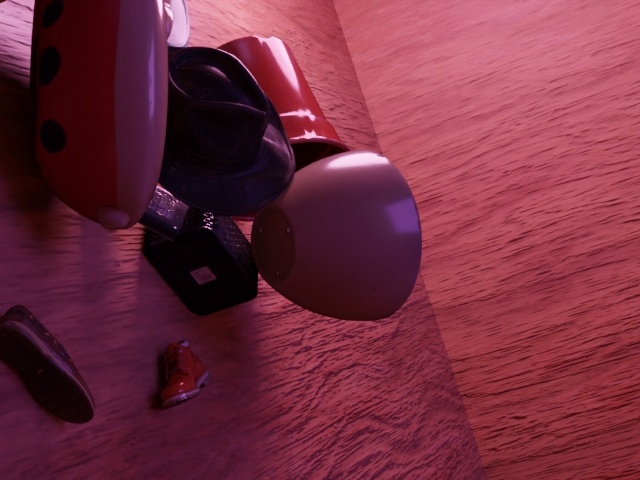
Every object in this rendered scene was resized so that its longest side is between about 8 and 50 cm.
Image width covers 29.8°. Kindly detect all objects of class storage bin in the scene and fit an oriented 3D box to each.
[{"bbox_3d":[-0.187,0.025,1.924,0.084,0.122,0.180,-91,155,-46],"label":"storage bin"}]

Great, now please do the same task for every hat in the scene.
[{"bbox_3d":[-0.163,-0.208,1.850,0.331,0.134,0.331,17,50,-21],"label":"hat"}]

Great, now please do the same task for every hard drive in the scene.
[{"bbox_3d":[-0.268,-0.060,1.810,0.135,0.022,0.094,29,30,-10],"label":"hard drive"}]

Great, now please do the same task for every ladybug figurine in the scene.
[{"bbox_3d":[-0.307,-0.217,1.634,0.305,0.162,0.449,121,-33,-53],"label":"ladybug figurine"}]

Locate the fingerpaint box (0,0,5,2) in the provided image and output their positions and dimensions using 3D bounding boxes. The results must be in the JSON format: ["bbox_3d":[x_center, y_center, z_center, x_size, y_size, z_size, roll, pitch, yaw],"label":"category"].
[{"bbox_3d":[-0.343,-0.544,1.505,0.163,0.445,0.371,-87,152,-54],"label":"fingerpaint box"}]

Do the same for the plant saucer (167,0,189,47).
[{"bbox_3d":[-0.317,-0.460,2.178,0.317,0.044,0.317,-19,90,-72],"label":"plant saucer"}]

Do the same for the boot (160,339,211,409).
[{"bbox_3d":[-0.213,0.197,1.782,0.158,0.059,0.084,-59,125,-79],"label":"boot"}]

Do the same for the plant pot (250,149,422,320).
[{"bbox_3d":[0.000,0.000,1.944,0.191,0.284,0.284,-6,75,-35],"label":"plant pot"}]

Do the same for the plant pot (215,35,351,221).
[{"bbox_3d":[-0.110,-0.217,2.230,0.272,0.272,0.265,36,30,-62],"label":"plant pot"}]

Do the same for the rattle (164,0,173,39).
[{"bbox_3d":[-0.316,-0.385,1.994,0.143,0.130,0.199,18,67,-20],"label":"rattle"}]

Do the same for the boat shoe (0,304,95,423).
[{"bbox_3d":[-0.327,0.150,1.460,0.178,0.064,0.060,58,23,-30],"label":"boat shoe"}]
